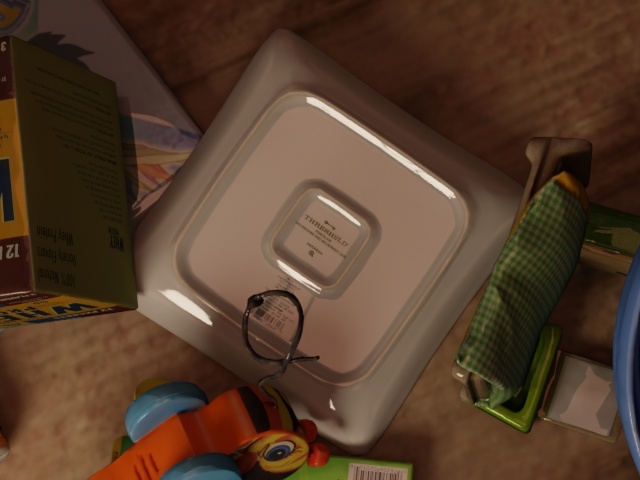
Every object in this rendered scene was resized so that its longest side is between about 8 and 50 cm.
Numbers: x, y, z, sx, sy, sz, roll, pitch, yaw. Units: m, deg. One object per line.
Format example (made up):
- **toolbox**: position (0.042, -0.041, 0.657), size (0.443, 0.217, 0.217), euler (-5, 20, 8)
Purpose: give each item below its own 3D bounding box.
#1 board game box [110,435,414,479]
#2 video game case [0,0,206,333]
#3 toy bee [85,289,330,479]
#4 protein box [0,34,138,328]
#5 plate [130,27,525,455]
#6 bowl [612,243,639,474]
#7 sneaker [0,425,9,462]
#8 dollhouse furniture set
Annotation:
- **board game box**: position (-0.055, 0.238, 1.556), size (0.260, 0.039, 0.124), euler (5, 81, 4)
- **video game case**: position (-0.304, -0.088, 1.626), size (0.329, 0.036, 0.300), euler (-37, 80, -1)
- **toy bee**: position (-0.073, 0.183, 1.485), size (0.298, 0.162, 0.195), euler (-24, 60, 33)
- **protein box**: position (-0.257, -0.039, 1.486), size (0.136, 0.200, 0.201), euler (-9, 81, 17)
- **plate**: position (0.000, 0.000, 1.562), size (0.277, 0.045, 0.278), euler (34, 88, 1)
- **bowl**: position (0.405, 0.084, 1.384), size (0.391, 0.077, 0.391), euler (-1, 98, -10)
- **sneaker**: position (-0.380, 0.178, 1.578), size (0.215, 0.084, 0.083), euler (-15, 77, -5)
- **dollhouse furniture set**: position (0.210, 0.055, 1.420), size (0.151, 0.301, 0.197), euler (18, 82, 11)
